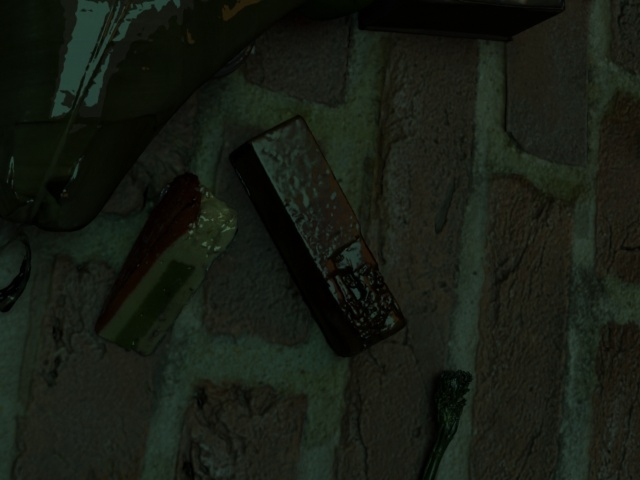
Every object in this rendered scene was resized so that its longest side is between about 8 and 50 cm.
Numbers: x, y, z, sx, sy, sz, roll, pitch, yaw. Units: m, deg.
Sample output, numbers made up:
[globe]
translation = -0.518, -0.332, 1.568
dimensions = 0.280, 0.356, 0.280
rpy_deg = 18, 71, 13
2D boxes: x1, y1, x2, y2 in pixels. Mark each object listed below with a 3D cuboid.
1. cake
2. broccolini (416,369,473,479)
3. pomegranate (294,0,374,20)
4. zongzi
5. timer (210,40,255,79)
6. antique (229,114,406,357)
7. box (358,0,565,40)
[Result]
[cake]
translation = -0.175, 0.027, 1.119
dimensions = 0.086, 0.117, 0.220
rpy_deg = 32, 71, -22
[broccolini]
translation = 0.156, 0.287, 1.256
dimensions = 0.051, 0.054, 0.239
rpy_deg = 24, 76, -32
[pomegranate]
translation = 0.003, -0.402, 1.171
dimensions = 0.241, 0.159, 0.189
rpy_deg = 35, 53, -22
[zongzi]
translation = -0.198, -0.131, 1.058
dimensions = 0.418, 0.181, 0.447
rpy_deg = 4, 88, -12
[timer]
translation = -0.171, -0.315, 1.189
dimensions = 0.209, 0.069, 0.190
rpy_deg = 21, 83, -16
[antique]
translation = 0.000, 0.000, 1.207
dimensions = 0.087, 0.093, 0.310
rpy_deg = -29, 94, -23
[box]
translation = 0.197, -0.389, 1.312
dimensions = 0.252, 0.153, 0.188
rpy_deg = 2, 82, -23
